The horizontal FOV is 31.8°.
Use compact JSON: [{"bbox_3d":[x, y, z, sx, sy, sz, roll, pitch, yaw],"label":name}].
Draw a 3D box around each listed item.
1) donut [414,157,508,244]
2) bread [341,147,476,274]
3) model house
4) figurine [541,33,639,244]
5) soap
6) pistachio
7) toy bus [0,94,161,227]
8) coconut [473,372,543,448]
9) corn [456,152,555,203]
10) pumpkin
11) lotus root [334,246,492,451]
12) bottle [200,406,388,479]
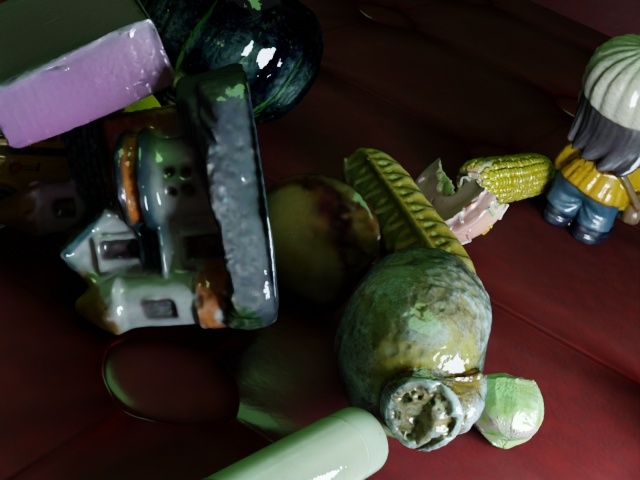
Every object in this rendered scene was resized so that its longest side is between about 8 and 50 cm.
[{"bbox_3d":[0.181,-0.043,1.586,0.065,0.117,0.166,43,-1,-33],"label":"donut"},{"bbox_3d":[0.115,-0.023,1.523,0.084,0.077,0.367,-2,32,-19],"label":"bread"},{"bbox_3d":[-0.199,-0.031,1.169,0.301,0.271,0.190,-6,14,1],"label":"model house"},{"bbox_3d":[0.452,-0.154,1.710,0.185,0.332,0.204,34,15,22],"label":"figurine"},{"bbox_3d":[-0.266,-0.203,1.183,0.181,0.081,0.259,-25,32,-7],"label":"soap"},{"bbox_3d":[0.000,0.000,1.300,0.130,0.165,0.210,-29,9,-36],"label":"pistachio"},{"bbox_3d":[-0.289,-0.107,1.328,0.330,0.152,0.144,0,32,-34],"label":"toy bus"},{"bbox_3d":[0.199,0.182,1.203,0.083,0.081,0.082,19,-16,-32],"label":"coconut"},{"bbox_3d":[0.298,-0.098,1.788,0.238,0.080,0.080,-7,37,-46],"label":"corn"},{"bbox_3d":[-0.153,-0.292,1.681,0.315,0.238,0.315,30,6,-3],"label":"pumpkin"},{"bbox_3d":[0.098,0.094,1.195,0.175,0.175,0.349,20,17,0],"label":"lotus root"},{"bbox_3d":[-0.024,0.211,1.002,0.072,0.072,0.201,35,30,27],"label":"bottle"}]
